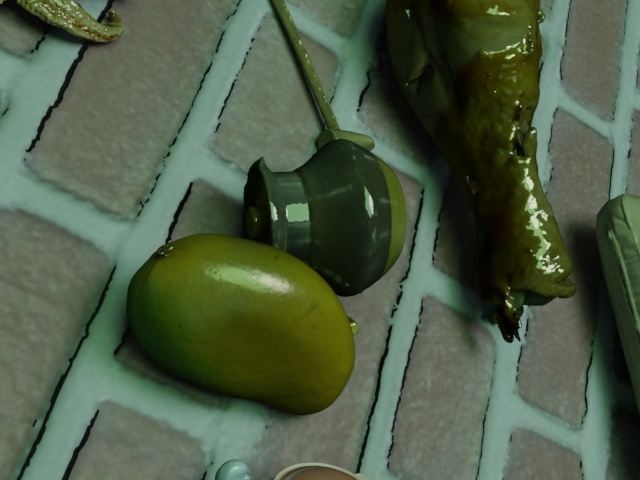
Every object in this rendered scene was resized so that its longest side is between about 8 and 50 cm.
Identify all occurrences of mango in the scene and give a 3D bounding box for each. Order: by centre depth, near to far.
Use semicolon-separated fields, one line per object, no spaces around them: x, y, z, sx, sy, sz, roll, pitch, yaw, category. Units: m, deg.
-0.050;0.060;0.625;0.191;0.122;0.085;22;19;-28;mango

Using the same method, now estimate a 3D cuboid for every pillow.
0.411;0.115;0.878;0.255;0.120;0.322;7;63;-31;pillow

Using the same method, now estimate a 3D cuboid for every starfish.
-0.249;-0.232;0.674;0.210;0.053;0.150;30;52;-15;starfish

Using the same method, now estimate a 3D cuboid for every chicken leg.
0.162;-0.115;0.820;0.153;0.201;0.429;-10;79;-7;chicken leg

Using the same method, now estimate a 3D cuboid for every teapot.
0.000;0.000;0.690;0.119;0.130;0.165;-3;102;-17;teapot

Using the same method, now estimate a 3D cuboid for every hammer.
-0.004;-0.169;0.813;0.060;0.028;0.195;-12;74;-40;hammer

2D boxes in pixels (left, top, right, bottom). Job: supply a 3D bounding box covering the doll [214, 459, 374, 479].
-0.064;0.226;0.535;0.287;0.151;0.151;-12;76;-41;doll
